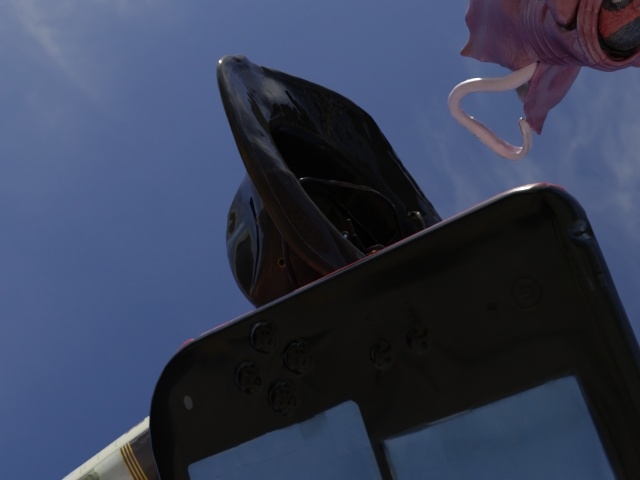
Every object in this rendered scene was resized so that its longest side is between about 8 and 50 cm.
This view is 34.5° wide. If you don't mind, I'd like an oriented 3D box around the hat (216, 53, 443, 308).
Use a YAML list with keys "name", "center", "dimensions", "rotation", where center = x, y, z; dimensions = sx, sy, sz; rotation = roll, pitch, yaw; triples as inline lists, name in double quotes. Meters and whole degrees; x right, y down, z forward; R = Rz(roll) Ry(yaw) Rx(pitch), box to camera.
- name: "hat"
  center: [0.000, 0.000, 0.881]
  dimensions: [0.134, 0.331, 0.331]
  rotation: [-44, -115, 24]

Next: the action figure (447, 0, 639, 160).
- name: "action figure"
  center: [0.251, -0.235, 1.090]
  dimensions: [0.248, 0.370, 0.275]
  rotation: [31, -86, -15]

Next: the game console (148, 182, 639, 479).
- name: "game console"
  center: [0.063, 0.202, 0.613]
  dimensions: [0.342, 0.060, 0.386]
  rotation: [-28, -106, 33]

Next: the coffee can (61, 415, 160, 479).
- name: "coffee can"
  center: [-0.187, 0.316, 1.203]
  dimensions: [0.275, 0.201, 0.201]
  rotation: [-36, -115, -6]
